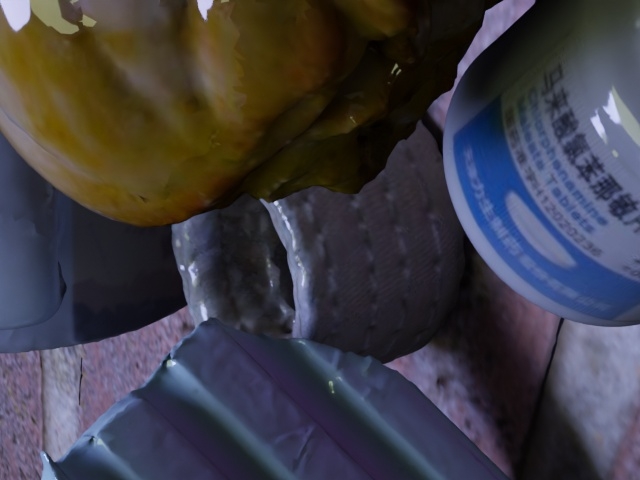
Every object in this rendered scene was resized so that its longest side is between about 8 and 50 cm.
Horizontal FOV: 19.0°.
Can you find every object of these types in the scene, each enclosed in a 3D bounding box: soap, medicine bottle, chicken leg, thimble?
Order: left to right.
[{"bbox_3d":[0.000,0.000,0.769,0.102,0.090,0.115,45,141,33],"label":"thimble"},{"bbox_3d":[0.006,0.136,0.707,0.230,0.145,0.091,44,149,1],"label":"soap"},{"bbox_3d":[0.023,-0.212,0.532,0.295,0.182,0.409,-13,68,32],"label":"chicken leg"},{"bbox_3d":[0.111,-0.045,0.526,0.105,0.105,0.168,65,151,10],"label":"medicine bottle"}]

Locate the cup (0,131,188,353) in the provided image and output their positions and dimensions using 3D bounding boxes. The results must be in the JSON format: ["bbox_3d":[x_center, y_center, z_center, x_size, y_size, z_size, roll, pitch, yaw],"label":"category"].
[{"bbox_3d":[-0.146,-0.092,0.802,0.301,0.227,0.257,-116,25,-64],"label":"cup"}]
